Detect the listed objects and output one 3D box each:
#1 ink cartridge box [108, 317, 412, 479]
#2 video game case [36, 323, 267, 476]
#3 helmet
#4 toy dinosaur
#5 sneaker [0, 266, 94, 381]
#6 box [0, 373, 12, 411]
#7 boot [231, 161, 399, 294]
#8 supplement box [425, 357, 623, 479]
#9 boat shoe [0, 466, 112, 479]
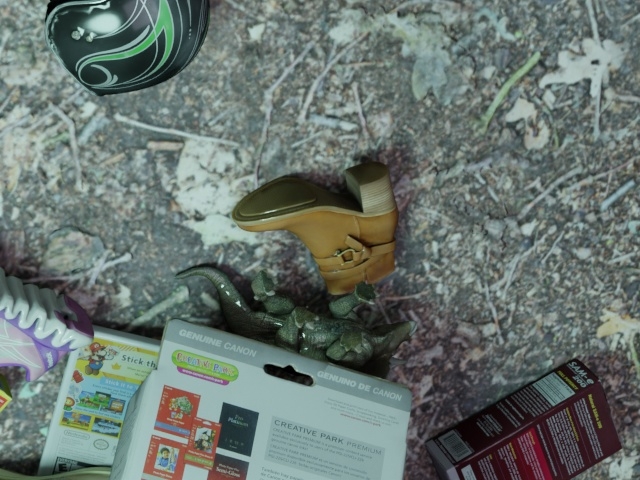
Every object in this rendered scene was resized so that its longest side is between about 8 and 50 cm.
[{"bbox_3d":[-0.071,0.264,1.665,0.309,0.271,0.130,18,151,-12],"label":"ink cartridge box"},{"bbox_3d":[-0.198,0.215,1.744,0.227,0.026,0.206,14,108,-11],"label":"video game case"},{"bbox_3d":[-0.189,-0.237,1.489,0.161,0.169,0.169,-30,123,11],"label":"helmet"},{"bbox_3d":[-0.024,0.113,1.746,0.314,0.121,0.160,8,144,-12],"label":"toy dinosaur"},{"bbox_3d":[-0.363,0.082,1.609,0.236,0.095,0.104,33,106,-32],"label":"sneaker"},{"bbox_3d":[-0.452,0.228,1.654,0.232,0.058,0.087,-47,122,2],"label":"box"},{"bbox_3d":[0.000,0.000,1.739,0.197,0.073,0.152,-12,127,-8],"label":"boot"},{"bbox_3d":[0.272,0.273,1.981,0.239,0.073,0.130,-28,122,-8],"label":"supplement box"},{"bbox_3d":[-0.306,0.320,1.700,0.302,0.098,0.109,9,107,-12],"label":"boat shoe"}]
